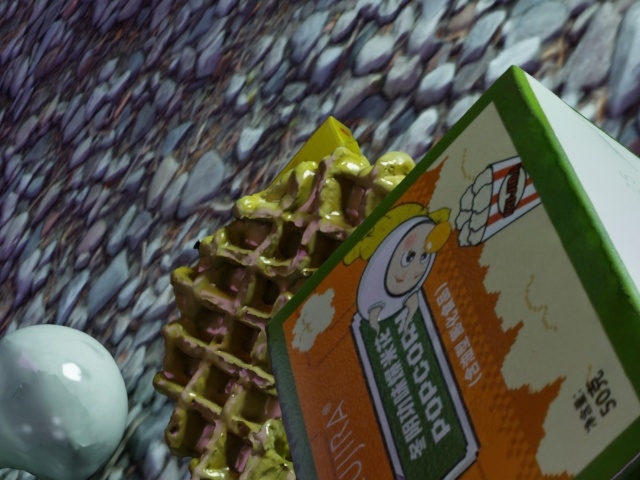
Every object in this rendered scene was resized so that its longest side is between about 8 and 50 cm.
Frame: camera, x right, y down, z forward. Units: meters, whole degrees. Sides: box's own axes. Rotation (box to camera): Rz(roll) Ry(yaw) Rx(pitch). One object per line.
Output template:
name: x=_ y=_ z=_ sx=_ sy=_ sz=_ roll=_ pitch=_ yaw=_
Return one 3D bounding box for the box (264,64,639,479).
box: x=0.097 y=0.081 z=0.591 sx=0.148 sy=0.177 sz=0.195 roll=-47 pitch=29 yaw=20

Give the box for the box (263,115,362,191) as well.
box: x=0.000 y=0.000 z=1.003 sx=0.087 sy=0.023 sz=0.155 roll=-52 pitch=27 yaw=17

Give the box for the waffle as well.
waffle: x=-0.006 y=0.045 z=0.909 sx=0.194 sy=0.051 sz=0.149 roll=-37 pitch=64 yaw=21

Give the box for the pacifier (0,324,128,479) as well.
pacifier: x=-0.248 y=0.118 z=1.084 sx=0.269 sy=0.288 sz=0.343 roll=-23 pitch=39 yaw=7
